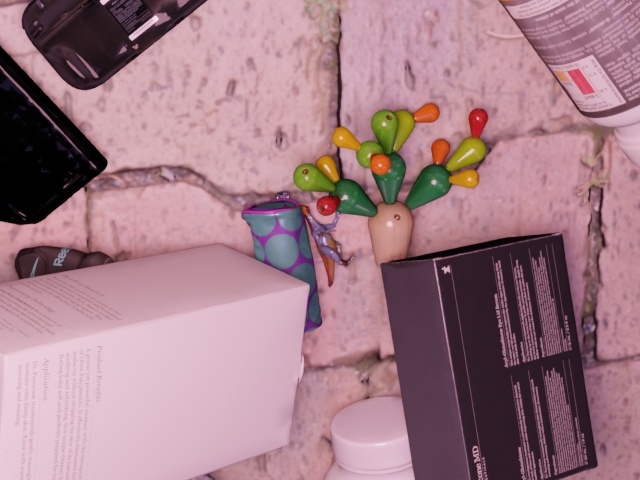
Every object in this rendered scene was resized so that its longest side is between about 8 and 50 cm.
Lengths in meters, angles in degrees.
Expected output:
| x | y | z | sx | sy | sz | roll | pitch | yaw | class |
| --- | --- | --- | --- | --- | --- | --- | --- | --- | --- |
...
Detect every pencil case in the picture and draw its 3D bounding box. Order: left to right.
| x | y | z | sx | sy | sz | roll | pitch | yaw | class |
| --- | --- | --- | --- | --- | --- | --- | --- | --- | --- |
| -0.042 | 0.029 | 1.369 | 0.064 | 0.070 | 0.152 | -31 | 117 | -46 | pencil case |

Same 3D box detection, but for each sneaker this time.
| x | y | z | sx | sy | sz | roll | pitch | yaw | class |
| --- | --- | --- | --- | --- | --- | --- | --- | --- | --- |
| -0.289 | 0.129 | 1.354 | 0.106 | 0.101 | 0.267 | 13 | 103 | 4 | sneaker |

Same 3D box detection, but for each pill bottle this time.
| x | y | z | sx | sy | sz | roll | pitch | yaw | class |
| --- | --- | --- | --- | --- | --- | --- | --- | --- | --- |
| 0.083 | 0.323 | 1.444 | 0.152 | 0.152 | 0.272 | -12 | 110 | -7 | pill bottle |
| 0.303 | -0.218 | 1.301 | 0.162 | 0.162 | 0.278 | -39 | 110 | 3 | pill bottle |

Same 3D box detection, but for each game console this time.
| x | y | z | sx | sy | sz | roll | pitch | yaw | class |
| --- | --- | --- | --- | --- | --- | --- | --- | --- | --- |
| -0.246 | -0.178 | 1.249 | 0.361 | 0.044 | 0.213 | -36 | 111 | 13 | game console |

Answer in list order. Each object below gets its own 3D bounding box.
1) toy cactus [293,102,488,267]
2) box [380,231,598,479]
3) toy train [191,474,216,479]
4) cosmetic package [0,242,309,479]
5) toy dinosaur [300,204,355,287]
| x | y | z | sx | sy | sz | roll | pitch | yaw | class |
| --- | --- | --- | --- | --- | --- | --- | --- | --- | --- |
| 0.082 | -0.052 | 1.346 | 0.219 | 0.112 | 0.181 | -17 | 122 | -25 | toy cactus |
| 0.181 | 0.135 | 1.359 | 0.184 | 0.103 | 0.261 | -10 | 92 | -36 | box |
| -0.142 | 0.429 | 1.393 | 0.190 | 0.142 | 0.334 | 17 | 89 | 15 | toy train |
| -0.194 | 0.136 | 1.234 | 0.365 | 0.155 | 0.197 | -10 | 115 | -46 | cosmetic package |
| 0.000 | 0.000 | 1.383 | 0.082 | 0.047 | 0.090 | 38 | 111 | 1 | toy dinosaur |
